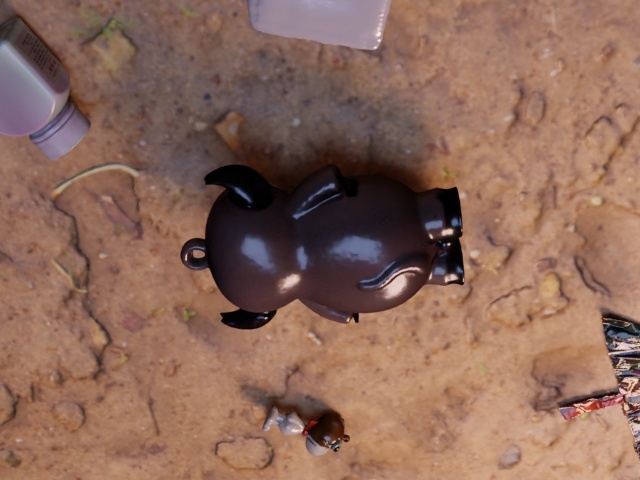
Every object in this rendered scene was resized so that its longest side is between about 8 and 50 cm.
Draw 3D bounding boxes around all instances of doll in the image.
[{"bbox_3d":[0.002,0.001,1.348,0.257,0.117,0.182,-2,124,6],"label":"doll"},{"bbox_3d":[-0.015,0.195,1.539,0.085,0.040,0.058,37,131,-19],"label":"doll"}]

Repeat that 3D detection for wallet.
[{"bbox_3d":[0.007,-0.247,1.223,0.124,0.032,0.183,10,124,-1],"label":"wallet"}]

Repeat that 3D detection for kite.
[{"bbox_3d":[0.335,0.159,1.491,0.189,0.009,0.232,-14,123,15],"label":"kite"}]

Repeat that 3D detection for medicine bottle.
[{"bbox_3d":[-0.263,-0.131,1.319,0.074,0.055,0.118,-31,116,24],"label":"medicine bottle"}]
